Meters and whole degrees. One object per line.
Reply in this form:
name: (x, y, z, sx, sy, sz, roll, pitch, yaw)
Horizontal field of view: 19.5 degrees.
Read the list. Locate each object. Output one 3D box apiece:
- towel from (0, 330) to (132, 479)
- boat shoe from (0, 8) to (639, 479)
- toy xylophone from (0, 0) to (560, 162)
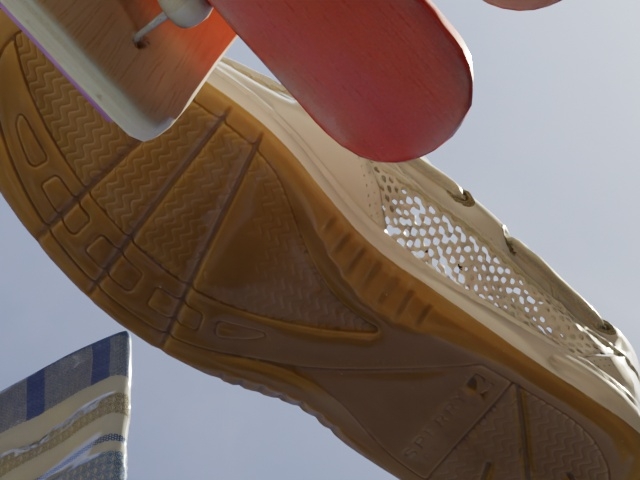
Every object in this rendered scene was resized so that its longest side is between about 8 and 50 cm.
towel: (-0.217, 0.178, 1.225, 0.034, 0.209, 0.285, 55, -165, -25)
boat shoe: (0.000, 0.000, 0.664, 0.277, 0.098, 0.096, 38, -146, -10)
toy xylophone: (0.017, -0.178, 0.417, 0.236, 0.322, 0.081, 41, -156, -12)
